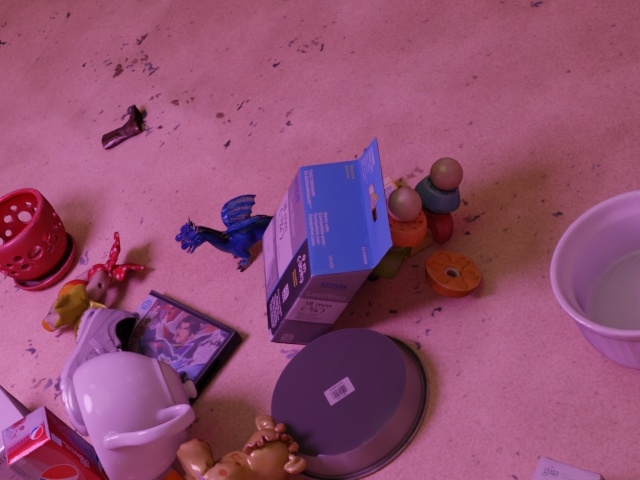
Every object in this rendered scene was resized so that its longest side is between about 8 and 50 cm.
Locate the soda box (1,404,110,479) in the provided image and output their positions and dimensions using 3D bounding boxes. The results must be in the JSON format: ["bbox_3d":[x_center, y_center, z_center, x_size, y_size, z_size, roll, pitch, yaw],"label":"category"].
[{"bbox_3d":[-0.431,0.398,1.813,0.092,0.263,0.083,-33,43,2],"label":"soda box"}]

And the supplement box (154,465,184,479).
[{"bbox_3d":[-0.297,0.414,1.882,0.062,0.036,0.098,-43,43,-10],"label":"supplement box"}]

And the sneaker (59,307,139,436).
[{"bbox_3d":[-0.418,0.239,2.015,0.115,0.105,0.281,-10,51,16],"label":"sneaker"}]

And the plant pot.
[{"bbox_3d":[-0.661,0.003,2.378,0.191,0.174,0.191,-17,46,19],"label":"plant pot"}]

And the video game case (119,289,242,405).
[{"bbox_3d":[-0.321,0.237,2.059,0.275,0.035,0.248,20,65,42],"label":"video game case"}]

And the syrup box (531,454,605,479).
[{"bbox_3d":[0.313,0.428,1.448,0.093,0.096,0.237,12,59,36],"label":"syrup box"}]

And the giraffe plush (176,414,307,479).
[{"bbox_3d":[-0.120,0.372,1.717,0.170,0.210,0.181,-29,74,-19],"label":"giraffe plush"}]

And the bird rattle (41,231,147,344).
[{"bbox_3d":[-0.502,0.104,2.233,0.207,0.143,0.253,-21,38,38],"label":"bird rattle"}]

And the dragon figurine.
[{"bbox_3d":[-0.147,-0.033,2.114,0.289,0.144,0.085,-28,43,7],"label":"dragon figurine"}]

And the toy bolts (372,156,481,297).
[{"bbox_3d":[0.208,-0.036,1.849,0.218,0.158,0.228,24,41,8],"label":"toy bolts"}]

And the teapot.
[{"bbox_3d":[-0.301,0.292,1.807,0.187,0.252,0.256,-21,54,-8],"label":"teapot"}]

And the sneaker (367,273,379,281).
[{"bbox_3d":[0.045,0.044,1.998,0.089,0.051,0.170,-33,38,1],"label":"sneaker"}]

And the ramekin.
[{"bbox_3d":[0.509,0.066,1.625,0.277,0.135,0.277,-18,45,19],"label":"ramekin"}]

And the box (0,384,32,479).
[{"bbox_3d":[-0.633,0.402,2.042,0.181,0.119,0.182,-46,44,-12],"label":"box"}]

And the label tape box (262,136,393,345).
[{"bbox_3d":[0.000,0.000,1.856,0.334,0.106,0.241,122,150,-48],"label":"label tape box"}]

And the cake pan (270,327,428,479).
[{"bbox_3d":[0.039,0.268,1.794,0.293,0.054,0.293,-17,46,18],"label":"cake pan"}]

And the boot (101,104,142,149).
[{"bbox_3d":[-0.505,-0.283,2.646,0.114,0.037,0.106,-27,41,15],"label":"boot"}]

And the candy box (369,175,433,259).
[{"bbox_3d":[0.131,-0.037,2.031,0.105,0.027,0.206,-33,42,5],"label":"candy box"}]
